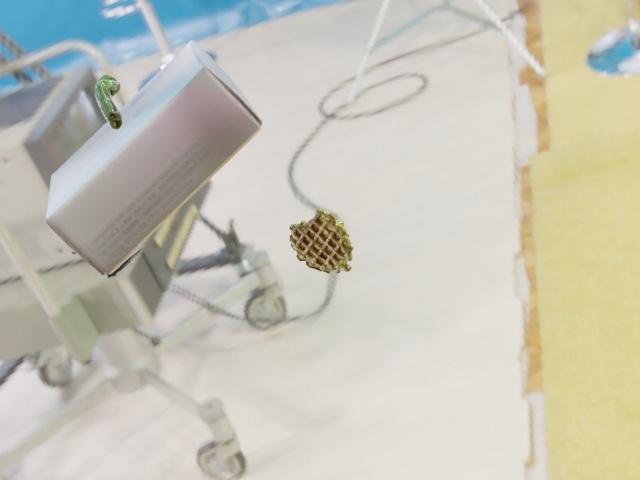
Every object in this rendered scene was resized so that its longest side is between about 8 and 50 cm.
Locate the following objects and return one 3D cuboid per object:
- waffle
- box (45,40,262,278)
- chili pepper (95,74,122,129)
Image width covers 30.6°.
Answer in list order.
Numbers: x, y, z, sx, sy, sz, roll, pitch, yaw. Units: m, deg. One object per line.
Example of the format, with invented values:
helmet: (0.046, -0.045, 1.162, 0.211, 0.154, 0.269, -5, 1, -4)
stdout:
waffle: (0.000, 0.002, 1.272, 0.085, 0.078, 0.016, -9, 22, 45)
box: (-0.196, -0.099, 1.350, 0.252, 0.106, 0.203, -42, 19, 5)
chili pepper: (-0.194, -0.131, 1.061, 0.022, 0.027, 0.083, -55, 30, 25)
